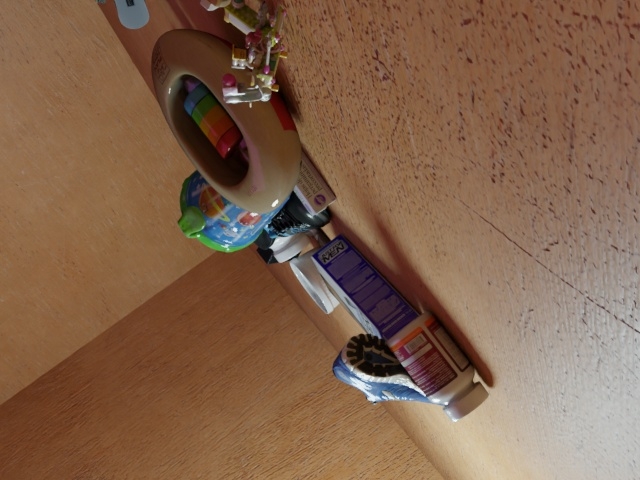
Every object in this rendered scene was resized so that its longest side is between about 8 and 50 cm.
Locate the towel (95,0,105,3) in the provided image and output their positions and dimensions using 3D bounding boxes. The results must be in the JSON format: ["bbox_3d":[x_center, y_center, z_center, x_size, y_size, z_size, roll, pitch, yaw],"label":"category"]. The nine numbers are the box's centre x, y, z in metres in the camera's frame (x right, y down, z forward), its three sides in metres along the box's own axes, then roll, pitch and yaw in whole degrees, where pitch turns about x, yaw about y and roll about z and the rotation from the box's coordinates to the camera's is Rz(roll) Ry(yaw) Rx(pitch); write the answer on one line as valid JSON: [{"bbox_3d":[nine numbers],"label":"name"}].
[{"bbox_3d":[-0.582,-0.778,1.751,0.324,0.056,0.312,162,99,-79],"label":"towel"}]

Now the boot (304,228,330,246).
[{"bbox_3d":[0.000,0.000,2.117,0.114,0.037,0.106,47,172,13],"label":"boot"}]

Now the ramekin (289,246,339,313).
[{"bbox_3d":[0.005,0.118,2.275,0.207,0.109,0.207,51,171,12],"label":"ramekin"}]

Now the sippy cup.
[{"bbox_3d":[-0.193,-0.116,1.766,0.240,0.305,0.224,29,146,-24],"label":"sippy cup"}]

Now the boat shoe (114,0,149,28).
[{"bbox_3d":[-0.510,-0.697,1.899,0.306,0.113,0.105,93,160,-68],"label":"boat shoe"}]

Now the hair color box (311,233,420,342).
[{"bbox_3d":[0.128,0.158,1.825,0.339,0.110,0.185,49,170,38],"label":"hair color box"}]

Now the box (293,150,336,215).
[{"bbox_3d":[-0.083,-0.206,1.682,0.324,0.063,0.067,55,171,-4],"label":"box"}]

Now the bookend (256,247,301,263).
[{"bbox_3d":[-0.115,-0.005,2.474,0.072,0.156,0.157,49,126,28],"label":"bookend"}]

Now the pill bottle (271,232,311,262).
[{"bbox_3d":[-0.152,-0.072,2.237,0.265,0.153,0.153,55,171,-8],"label":"pill bottle"}]

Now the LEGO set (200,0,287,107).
[{"bbox_3d":[-0.118,-0.360,1.195,0.107,0.132,0.287,105,154,-57],"label":"LEGO set"}]

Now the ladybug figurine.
[{"bbox_3d":[-0.191,-0.268,1.539,0.449,0.162,0.305,55,142,4],"label":"ladybug figurine"}]

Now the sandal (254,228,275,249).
[{"bbox_3d":[-0.236,-0.131,2.029,0.167,0.107,0.446,26,146,33],"label":"sandal"}]

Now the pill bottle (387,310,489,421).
[{"bbox_3d":[0.255,0.272,1.560,0.221,0.121,0.121,53,171,8],"label":"pill bottle"}]

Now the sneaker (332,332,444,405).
[{"bbox_3d":[0.177,0.310,1.669,0.330,0.130,0.147,21,145,-17],"label":"sneaker"}]

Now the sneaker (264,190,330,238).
[{"bbox_3d":[-0.069,-0.058,1.913,0.125,0.139,0.341,56,169,0],"label":"sneaker"}]
